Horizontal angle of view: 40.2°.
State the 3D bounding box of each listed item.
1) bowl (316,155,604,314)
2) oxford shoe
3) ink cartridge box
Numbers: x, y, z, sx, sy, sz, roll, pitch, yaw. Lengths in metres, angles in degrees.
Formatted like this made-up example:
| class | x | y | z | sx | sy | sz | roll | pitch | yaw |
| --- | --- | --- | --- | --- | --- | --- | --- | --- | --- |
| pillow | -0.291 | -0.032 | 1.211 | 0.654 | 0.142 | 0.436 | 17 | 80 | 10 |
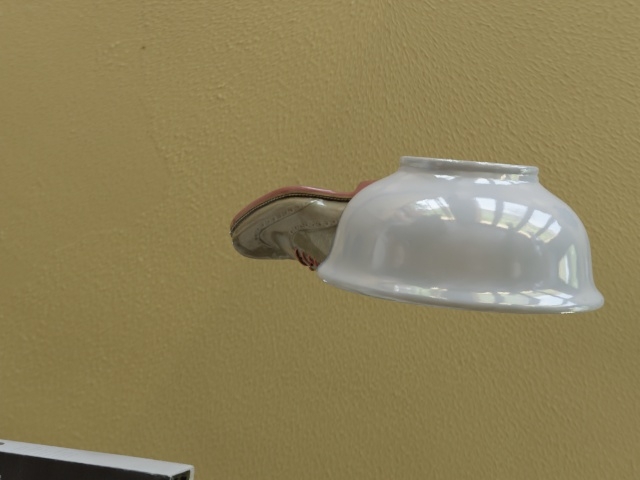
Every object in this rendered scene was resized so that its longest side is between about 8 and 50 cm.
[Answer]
| class | x | y | z | sx | sy | sz | roll | pitch | yaw |
| --- | --- | --- | --- | --- | --- | --- | --- | --- | --- |
| bowl | 0.146 | -0.016 | 0.904 | 0.297 | 0.298 | 0.134 | 4 | -84 | 2 |
| oxford shoe | 0.000 | 0.000 | 1.258 | 0.348 | 0.130 | 0.123 | -9 | -36 | 35 |
| ink cartridge box | -0.298 | 0.298 | 0.905 | 0.332 | 0.065 | 0.165 | 2 | -94 | 17 |
